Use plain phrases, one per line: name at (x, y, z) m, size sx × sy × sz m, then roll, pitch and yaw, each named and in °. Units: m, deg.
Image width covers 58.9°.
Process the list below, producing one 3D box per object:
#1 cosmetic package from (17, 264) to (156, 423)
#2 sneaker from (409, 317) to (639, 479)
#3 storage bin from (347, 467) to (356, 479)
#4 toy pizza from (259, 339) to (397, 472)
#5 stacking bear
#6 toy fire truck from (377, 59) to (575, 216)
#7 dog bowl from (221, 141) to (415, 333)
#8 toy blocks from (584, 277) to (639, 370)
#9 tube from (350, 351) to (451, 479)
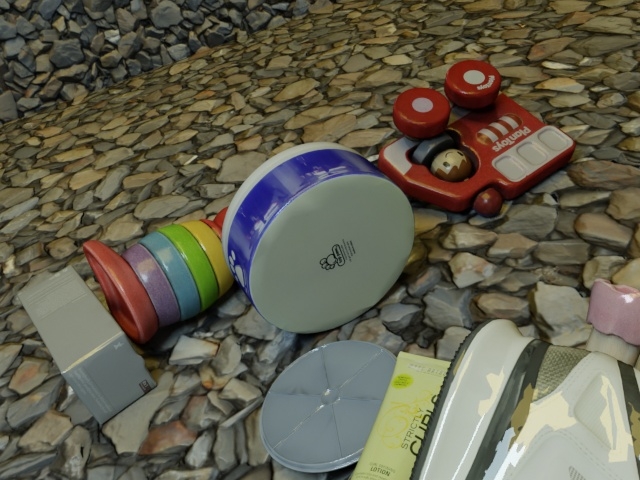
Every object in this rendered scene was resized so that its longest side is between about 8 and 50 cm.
cosmetic package at (-0.360, 0.151, 0.869) m, size 0.107 × 0.127 × 0.238 m, roll -33°, pitch 39°, yaw -21°
sneaker at (0.159, 0.288, 0.370) m, size 0.257 × 0.169 × 0.448 m, roll 14°, pitch 74°, yaw 36°
storage bin at (0.125, 0.247, 0.609) m, size 0.122 × 0.084 × 0.180 m, roll 17°, pitch 47°, yaw 35°
toy pizza at (0.017, 0.209, 0.725) m, size 0.201 × 0.032 × 0.201 m, roll -18°, pitch 32°, yaw 12°
stacking bear at (-0.207, 0.033, 0.946) m, size 0.289 × 0.175 × 0.164 m, roll -30°, pitch 37°, yaw -29°
toy fire truck at (0.272, -0.166, 1.028) m, size 0.302 × 0.169 × 0.254 m, roll -32°, pitch 59°, yaw -18°
dog bowl at (0.000, 0.000, 0.814) m, size 0.264 × 0.265 × 0.104 m, roll -27°, pitch 40°, yaw -13°
toy blocks at (0.431, 0.077, 0.486) m, size 0.309 × 0.260 × 0.288 m, roll 25°, pitch 13°, yaw 41°
tube at (0.080, 0.204, 0.566) m, size 0.070 × 0.062 × 0.240 m, roll 39°, pitch 47°, yaw 0°
